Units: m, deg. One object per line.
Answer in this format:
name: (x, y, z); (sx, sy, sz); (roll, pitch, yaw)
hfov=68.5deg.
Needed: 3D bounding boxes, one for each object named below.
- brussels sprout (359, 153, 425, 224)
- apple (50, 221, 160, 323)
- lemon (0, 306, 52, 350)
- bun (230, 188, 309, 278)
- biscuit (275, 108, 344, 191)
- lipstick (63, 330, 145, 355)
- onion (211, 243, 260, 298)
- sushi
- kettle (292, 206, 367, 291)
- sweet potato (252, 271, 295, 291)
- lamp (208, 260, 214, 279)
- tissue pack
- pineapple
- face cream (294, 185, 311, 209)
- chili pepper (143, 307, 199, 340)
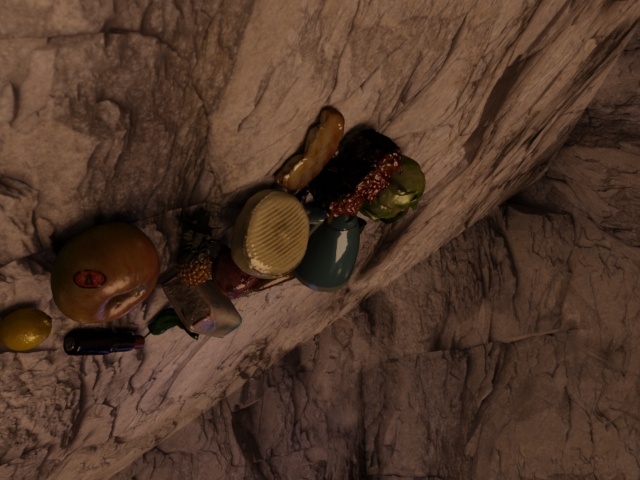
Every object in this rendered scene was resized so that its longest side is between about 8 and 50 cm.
brussels sprout: (0.261, -0.190, 1.747); (0.294, 0.227, 0.259); (-30, 174, -36)
apple: (-0.523, 0.078, 1.153); (0.261, 0.194, 0.261); (-33, 160, -13)
lemon: (-0.762, 0.228, 1.218); (0.133, 0.109, 0.109); (-25, 158, -5)
bun: (-0.165, -0.022, 1.464); (0.287, 0.146, 0.287); (-9, 103, -42)
biscuit: (-0.018, -0.263, 1.406); (0.154, 0.045, 0.299); (-3, 141, -52)
lipstick: (-0.710, 0.342, 1.571); (0.081, 0.081, 0.300); (-40, 157, 11)
onion: (-0.287, 0.093, 1.534); (0.159, 0.195, 0.159); (-30, 165, -9)
sushi: (0.103, -0.204, 1.533); (0.343, 0.182, 0.196); (-48, 149, 20)
kettle: (0.000, 0.000, 1.775); (0.319, 0.247, 0.342); (0, 138, -16)
sweet potato: (-0.152, 0.136, 2.004); (0.346, 0.079, 0.108); (-20, -178, -38)
lamp: (-0.328, 0.101, 1.638); (0.193, 0.106, 0.106); (4, 136, -44)
tissue pack: (-0.402, 0.226, 1.637); (0.124, 0.201, 0.271); (-41, 160, 0)
pineapple: (-0.374, 0.027, 1.393); (0.130, 0.119, 0.277); (18, 139, -8)
face cream: (-0.107, -0.084, 1.599); (0.078, 0.078, 0.273); (-13, 149, -45)
chili pepper: (-0.539, 0.305, 1.685); (0.279, 0.122, 0.065); (-13, 155, 31)
